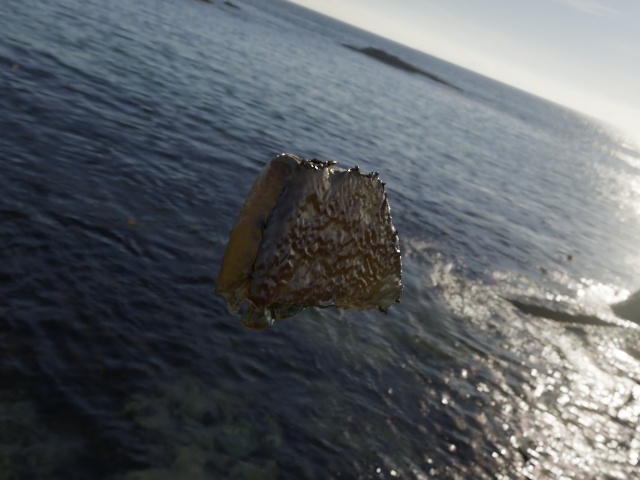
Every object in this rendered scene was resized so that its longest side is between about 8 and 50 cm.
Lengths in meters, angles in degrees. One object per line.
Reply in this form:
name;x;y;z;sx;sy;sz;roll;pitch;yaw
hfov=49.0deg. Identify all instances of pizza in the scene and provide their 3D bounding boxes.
pizza;0.000;0.000;0.621;0.069;0.147;0.226;18;13;39
